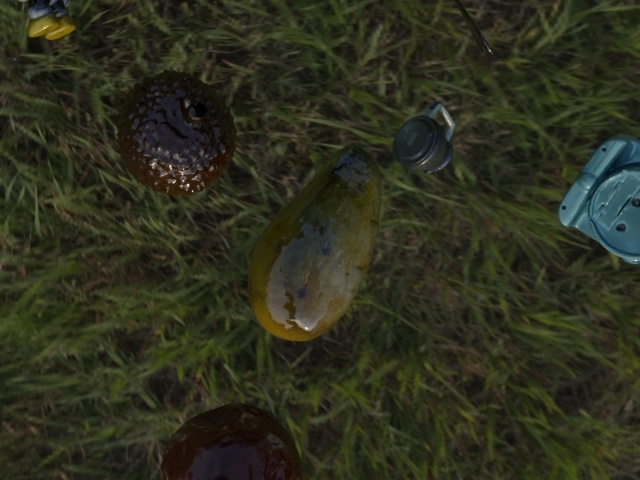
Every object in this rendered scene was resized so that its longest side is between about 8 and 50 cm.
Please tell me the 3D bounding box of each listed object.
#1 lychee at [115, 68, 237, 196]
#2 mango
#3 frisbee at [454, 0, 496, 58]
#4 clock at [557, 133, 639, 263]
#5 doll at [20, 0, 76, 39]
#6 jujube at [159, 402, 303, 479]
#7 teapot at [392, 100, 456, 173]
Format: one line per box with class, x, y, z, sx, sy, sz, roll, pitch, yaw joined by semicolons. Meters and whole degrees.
lychee;-0.221;-0.167;1.589;0.200;0.238;0.200;9;71;-26
mango;-0.001;0.005;1.653;0.176;0.176;0.329;23;62;6
frisbee;0.228;-0.336;1.590;0.012;0.187;0.211;-32;64;10
clock;0.640;-0.064;2.081;0.274;0.094;0.223;38;120;19
doll;-0.408;-0.444;1.444;0.146;0.103;0.316;-18;97;-51
jujube;-0.104;0.346;1.370;0.190;0.190;0.255;-27;100;-10
teapot;0.131;-0.120;1.238;0.057;0.066;0.088;27;89;-43
